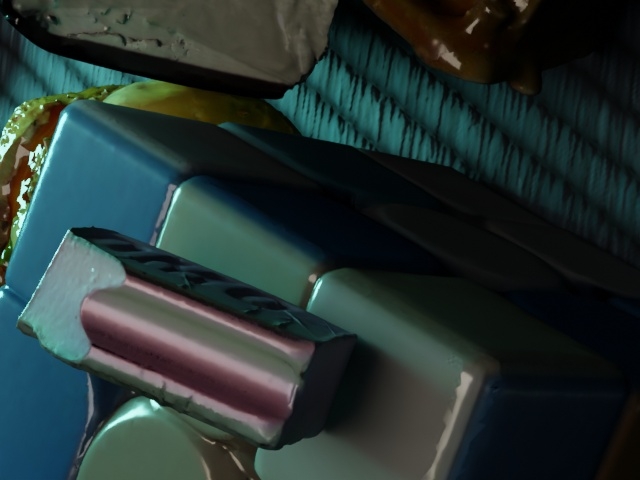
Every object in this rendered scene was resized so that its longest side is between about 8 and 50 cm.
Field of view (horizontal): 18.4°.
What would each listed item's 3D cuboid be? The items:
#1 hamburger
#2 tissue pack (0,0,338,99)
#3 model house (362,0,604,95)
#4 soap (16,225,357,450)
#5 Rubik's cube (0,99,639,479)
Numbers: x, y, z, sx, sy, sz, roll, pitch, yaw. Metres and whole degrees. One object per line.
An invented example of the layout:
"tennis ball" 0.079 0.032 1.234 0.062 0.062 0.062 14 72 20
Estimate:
"hamburger" -0.122 0.006 1.340 0.163 0.244 0.244 12 93 41
"tissue pack" -0.111 -0.228 1.280 0.370 0.210 0.198 -130 51 -68
"model house" 0.129 -0.231 1.166 0.219 0.199 0.229 41 117 24
"soap" -0.062 0.041 0.900 0.149 0.100 0.056 22 95 16
"Rubik's cube" 0.021 0.151 1.112 0.347 0.347 0.344 31 107 39
